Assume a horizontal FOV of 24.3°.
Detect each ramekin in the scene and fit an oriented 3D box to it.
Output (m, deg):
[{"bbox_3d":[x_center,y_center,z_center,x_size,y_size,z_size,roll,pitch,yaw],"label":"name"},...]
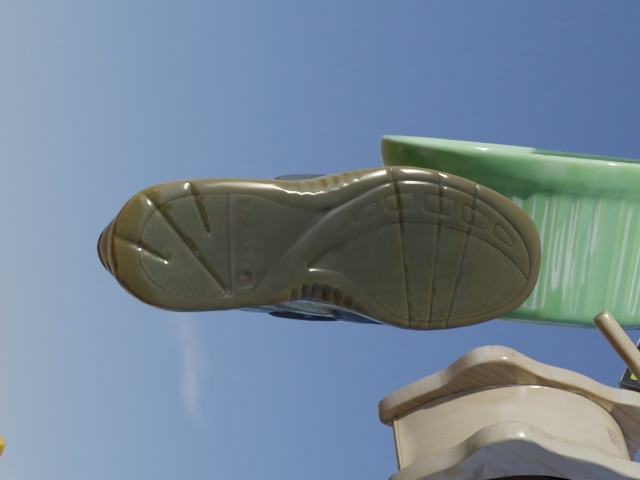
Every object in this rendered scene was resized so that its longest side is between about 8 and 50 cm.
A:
[{"bbox_3d":[0.198,-0.010,1.388,0.303,0.303,0.148,-157,-108,-72],"label":"ramekin"}]

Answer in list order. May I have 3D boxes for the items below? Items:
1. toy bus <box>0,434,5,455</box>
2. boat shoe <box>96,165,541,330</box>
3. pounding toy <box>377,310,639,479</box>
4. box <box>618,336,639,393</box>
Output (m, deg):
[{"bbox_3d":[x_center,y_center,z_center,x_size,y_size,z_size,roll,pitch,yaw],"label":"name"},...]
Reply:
[{"bbox_3d":[-0.493,0.227,1.518,0.108,0.333,0.130,42,-65,32],"label":"toy bus"},{"bbox_3d":[-0.001,0.001,0.732,0.073,0.224,0.080,-168,-101,-66],"label":"boat shoe"},{"bbox_3d":[0.160,0.146,1.067,0.154,0.270,0.155,-49,-147,36],"label":"pounding toy"},{"bbox_3d":[0.456,0.095,1.443,0.216,0.270,0.060,-60,140,-24],"label":"box"}]
